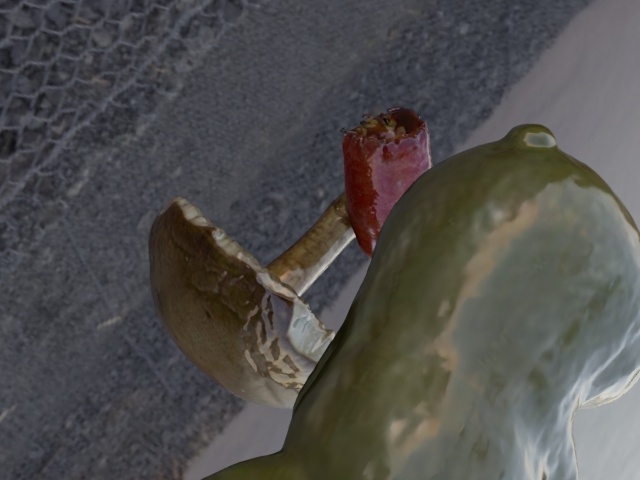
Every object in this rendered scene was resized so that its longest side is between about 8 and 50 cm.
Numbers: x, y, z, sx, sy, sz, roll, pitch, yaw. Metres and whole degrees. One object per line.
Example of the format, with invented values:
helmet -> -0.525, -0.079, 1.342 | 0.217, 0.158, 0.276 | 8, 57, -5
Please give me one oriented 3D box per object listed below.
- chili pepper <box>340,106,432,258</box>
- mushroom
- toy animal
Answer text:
chili pepper -> 0.058, -0.043, 0.805 | 0.073, 0.070, 0.123 | -58, 150, -48
mushroom -> -0.033, 0.007, 0.862 | 0.301, 0.208, 0.233 | -73, 150, -43
toy animal -> 0.054, 0.107, 0.502 | 0.363, 0.181, 0.180 | -56, 157, -32
